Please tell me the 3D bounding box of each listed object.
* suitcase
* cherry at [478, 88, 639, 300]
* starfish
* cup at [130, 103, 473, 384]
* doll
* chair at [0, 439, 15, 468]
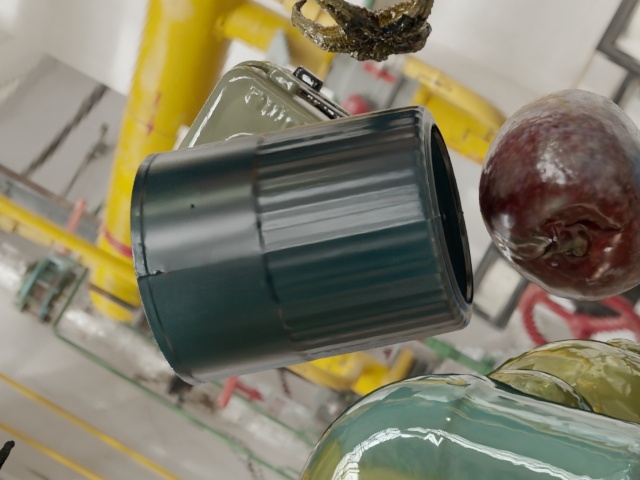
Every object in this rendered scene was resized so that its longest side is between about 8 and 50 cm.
[{"bbox_3d":[-0.047,-0.030,1.671,0.339,0.351,0.194,-55,-10,18],"label":"suitcase"},{"bbox_3d":[0.291,-0.059,1.421,0.203,0.230,0.300,-31,26,38],"label":"cherry"},{"bbox_3d":[0.041,-0.224,1.272,0.190,0.146,0.074,75,-166,-77],"label":"starfish"},{"bbox_3d":[0.000,0.015,1.272,0.308,0.292,0.242,55,-154,-57],"label":"cup"},{"bbox_3d":[0.095,0.134,0.543,0.260,0.161,0.177,3,-84,-61],"label":"doll"},{"bbox_3d":[-0.327,0.330,1.253,0.149,0.174,0.213,-54,7,32],"label":"chair"}]
